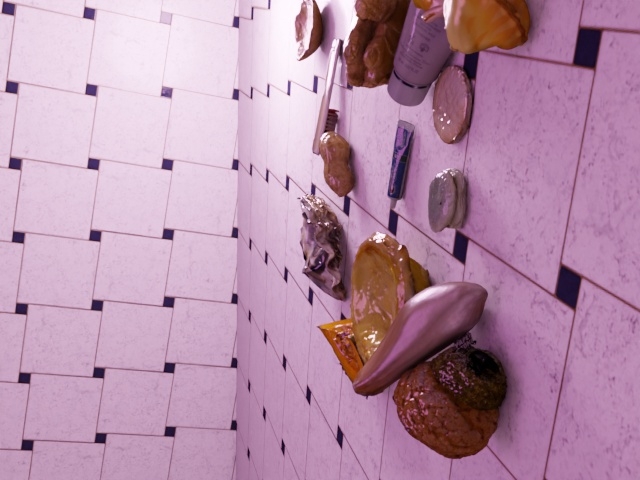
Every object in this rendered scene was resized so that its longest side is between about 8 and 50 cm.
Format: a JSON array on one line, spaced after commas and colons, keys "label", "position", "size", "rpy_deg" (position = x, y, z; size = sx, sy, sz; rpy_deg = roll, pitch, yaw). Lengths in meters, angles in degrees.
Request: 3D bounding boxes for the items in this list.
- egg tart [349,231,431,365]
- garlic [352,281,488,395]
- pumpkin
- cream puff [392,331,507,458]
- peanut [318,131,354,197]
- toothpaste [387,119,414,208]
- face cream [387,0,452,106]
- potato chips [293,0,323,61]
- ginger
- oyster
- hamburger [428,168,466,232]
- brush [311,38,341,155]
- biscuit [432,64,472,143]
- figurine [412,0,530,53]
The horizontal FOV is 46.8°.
[{"label": "egg tart", "position": [0.154, 0.132, 1.539], "size": [0.315, 0.120, 0.315], "rpy_deg": [179, 90, -72]}, {"label": "garlic", "position": [0.176, 0.173, 1.323], "size": [0.112, 0.143, 0.318], "rpy_deg": [46, 113, 21]}, {"label": "pumpkin", "position": [0.099, 0.280, 1.801], "size": [0.278, 0.111, 0.163], "rpy_deg": [-178, 71, -72]}, {"label": "cream puff", "position": [0.230, 0.243, 1.236], "size": [0.183, 0.183, 0.169], "rpy_deg": [-112, 39, -50]}, {"label": "peanut", "position": [0.046, -0.203, 1.949], "size": [0.089, 0.089, 0.192], "rpy_deg": [127, 134, -65]}, {"label": "toothpaste", "position": [0.171, -0.161, 1.607], "size": [0.057, 0.035, 0.197], "rpy_deg": [36, 125, 50]}, {"label": "face cream", "position": [0.202, -0.384, 1.369], "size": [0.143, 0.089, 0.314], "rpy_deg": [41, 146, 16]}, {"label": "potato chips", "position": [-0.031, -0.627, 2.200], "size": [0.208, 0.062, 0.195], "rpy_deg": [-147, 63, -72]}, {"label": "ginger", "position": [0.110, -0.495, 1.483], "size": [0.166, 0.236, 0.375], "rpy_deg": [-1, 99, 44]}, {"label": "oyster", "position": [0.002, 0.000, 2.071], "size": [0.351, 0.115, 0.238], "rpy_deg": [-103, 11, -48]}, {"label": "hamburger", "position": [0.236, -0.081, 1.363], "size": [0.084, 0.054, 0.121], "rpy_deg": [124, 148, -66]}, {"label": "brush", "position": [0.031, -0.394, 2.052], "size": [0.060, 0.050, 0.321], "rpy_deg": [-135, 53, -70]}, {"label": "biscuit", "position": [0.242, -0.252, 1.377], "size": [0.152, 0.020, 0.152], "rpy_deg": [179, 90, -74]}, {"label": "figurine", "position": [0.236, -0.377, 1.178], "size": [0.156, 0.131, 0.246], "rpy_deg": [-52, 41, 1]}]
